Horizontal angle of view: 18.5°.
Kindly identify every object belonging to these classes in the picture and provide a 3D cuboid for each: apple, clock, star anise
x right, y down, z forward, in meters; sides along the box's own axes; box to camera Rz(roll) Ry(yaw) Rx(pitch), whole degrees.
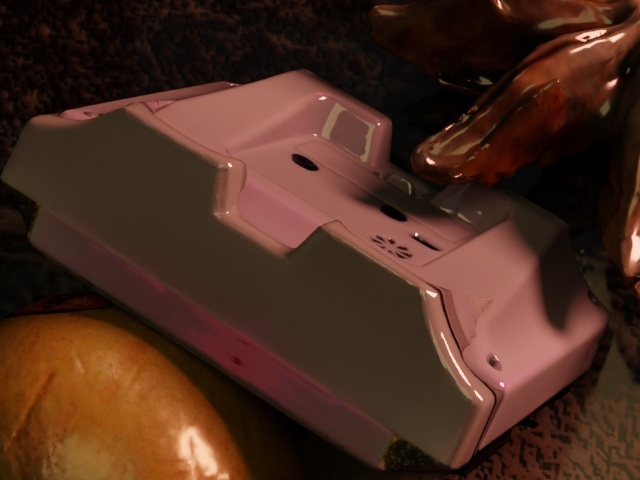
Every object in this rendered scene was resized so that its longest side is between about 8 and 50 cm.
[{"bbox_3d":[-0.092,0.111,0.873,0.182,0.182,0.155,4,30,11],"label":"apple"},{"bbox_3d":[0.000,0.000,0.888,0.253,0.186,0.083,31,110,17],"label":"clock"},{"bbox_3d":[0.164,-0.089,0.931,0.288,0.088,0.288,-1,58,1],"label":"star anise"}]
